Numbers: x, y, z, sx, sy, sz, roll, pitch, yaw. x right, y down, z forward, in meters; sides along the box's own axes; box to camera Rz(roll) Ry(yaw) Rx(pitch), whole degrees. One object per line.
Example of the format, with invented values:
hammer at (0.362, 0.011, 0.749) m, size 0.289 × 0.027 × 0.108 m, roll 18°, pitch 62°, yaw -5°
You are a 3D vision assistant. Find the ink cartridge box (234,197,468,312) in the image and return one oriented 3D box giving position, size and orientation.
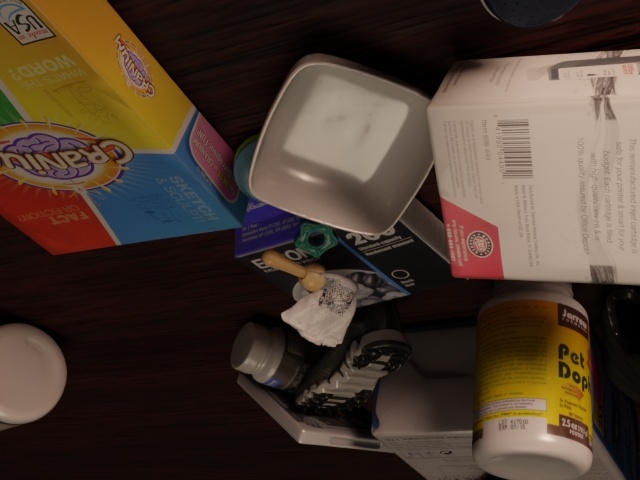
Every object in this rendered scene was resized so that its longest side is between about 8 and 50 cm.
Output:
ink cartridge box at (0.018, 0.001, 0.887) m, size 0.206 × 0.045 × 0.208 m, roll -17°, pitch 139°, yaw 36°

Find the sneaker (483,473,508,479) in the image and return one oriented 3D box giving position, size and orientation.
sneaker at (0.272, 0.360, 1.092) m, size 0.145 × 0.090 × 0.270 m, roll 10°, pitch 154°, yaw -5°

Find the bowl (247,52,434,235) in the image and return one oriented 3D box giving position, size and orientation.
bowl at (0.020, -0.084, 0.705) m, size 0.142 × 0.053 × 0.142 m, roll 17°, pitch 124°, yaw -16°

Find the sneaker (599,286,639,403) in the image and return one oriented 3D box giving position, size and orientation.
sneaker at (0.384, 0.151, 0.866) m, size 0.286 × 0.109 × 0.130 m, roll 41°, pitch 168°, yaw 49°

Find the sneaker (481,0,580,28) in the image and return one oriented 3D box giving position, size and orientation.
sneaker at (0.145, -0.181, 0.446) m, size 0.099 × 0.153 × 0.282 m, roll 12°, pitch 149°, yaw -5°

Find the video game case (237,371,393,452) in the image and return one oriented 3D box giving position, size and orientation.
video game case at (-0.001, 0.233, 1.166) m, size 0.173 × 0.022 × 0.190 m, roll 15°, pitch -173°, yaw -33°

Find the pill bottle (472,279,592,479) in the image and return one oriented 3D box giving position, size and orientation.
pill bottle at (0.220, 0.132, 0.886) m, size 0.117 × 0.215 × 0.117 m, roll 6°, pitch 149°, yaw 4°

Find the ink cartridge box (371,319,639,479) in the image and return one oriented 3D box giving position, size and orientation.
ink cartridge box at (0.267, 0.254, 1.140) m, size 0.270 × 0.151 × 0.395 m, roll -8°, pitch 144°, yaw 27°

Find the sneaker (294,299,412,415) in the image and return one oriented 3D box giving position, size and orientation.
sneaker at (0.035, 0.136, 1.041) m, size 0.078 × 0.106 × 0.234 m, roll 12°, pitch 144°, yaw -22°

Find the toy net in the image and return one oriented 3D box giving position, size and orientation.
toy net at (0.000, 0.000, 0.820) m, size 0.122 × 0.045 × 0.232 m, roll -14°, pitch 123°, yaw 3°

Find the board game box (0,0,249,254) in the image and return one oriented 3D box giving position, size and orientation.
board game box at (-0.240, -0.105, 0.753) m, size 0.242 × 0.064 × 0.316 m, roll -8°, pitch 145°, yaw 26°

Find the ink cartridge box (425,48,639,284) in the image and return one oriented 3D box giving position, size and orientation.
ink cartridge box at (0.204, -0.054, 0.634) m, size 0.217 × 0.092 × 0.159 m, roll 3°, pitch 125°, yaw 25°

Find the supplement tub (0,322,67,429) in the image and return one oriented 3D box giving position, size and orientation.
supplement tub at (-0.485, 0.210, 1.258) m, size 0.199 × 0.144 × 0.144 m, roll -21°, pitch 138°, yaw 40°

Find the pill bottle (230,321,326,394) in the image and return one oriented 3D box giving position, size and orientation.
pill bottle at (-0.045, 0.160, 1.132) m, size 0.137 × 0.078 × 0.078 m, roll 24°, pitch 146°, yaw -24°
